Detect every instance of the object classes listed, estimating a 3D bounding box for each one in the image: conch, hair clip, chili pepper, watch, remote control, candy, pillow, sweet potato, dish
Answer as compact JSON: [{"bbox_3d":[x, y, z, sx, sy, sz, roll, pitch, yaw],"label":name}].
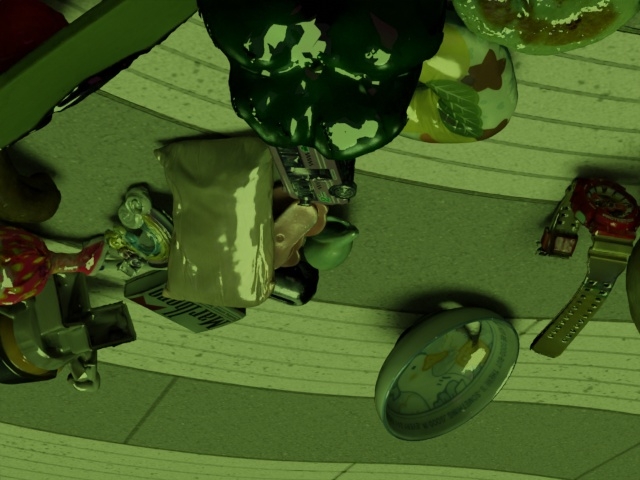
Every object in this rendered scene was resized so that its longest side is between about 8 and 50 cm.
[{"bbox_3d":[0.006,-0.002,1.912,0.065,0.088,0.180,-35,178,-28],"label":"conch"},{"bbox_3d":[-0.053,-0.026,1.856,0.123,0.102,0.138,37,102,-16],"label":"hair clip"},{"bbox_3d":[0.008,-0.209,1.319,0.248,0.257,0.233,-4,124,8],"label":"chili pepper"},{"bbox_3d":[0.360,0.032,1.829,0.102,0.165,0.268,9,141,-13],"label":"watch"},{"bbox_3d":[-0.133,0.045,1.966,0.265,0.066,0.090,14,148,-9],"label":"remote control"},{"bbox_3d":[-0.253,-0.005,1.882,0.116,0.049,0.172,29,141,-8],"label":"hair clip"},{"bbox_3d":[-0.353,0.038,1.962,0.365,0.124,0.124,1,152,-20],"label":"candy"},{"bbox_3d":[0.130,-0.193,1.547,0.214,0.086,0.233,6,155,12],"label":"pillow"},{"bbox_3d":[-0.435,-0.115,1.705,0.112,0.085,0.286,-31,140,-12],"label":"sweet potato"},{"bbox_3d":[-0.143,-0.024,1.763,0.173,0.067,0.270,8,121,14],"label":"pillow"},{"bbox_3d":[0.191,0.197,2.190,0.273,0.134,0.273,-21,138,-20],"label":"dish"}]

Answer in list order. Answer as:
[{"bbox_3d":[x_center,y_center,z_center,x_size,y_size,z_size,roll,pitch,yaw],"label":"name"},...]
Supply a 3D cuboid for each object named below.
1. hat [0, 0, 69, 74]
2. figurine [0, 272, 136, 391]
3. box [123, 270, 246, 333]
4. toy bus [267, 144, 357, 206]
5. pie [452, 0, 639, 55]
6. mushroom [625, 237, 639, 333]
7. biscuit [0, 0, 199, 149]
[{"bbox_3d":[-0.441,-0.219,1.413,0.332,0.242,0.274,-15,175,-20],"label":"hat"},{"bbox_3d":[-0.464,0.150,2.102,0.308,0.143,0.309,10,121,17],"label":"figurine"},{"bbox_3d":[-0.221,0.099,2.113,0.115,0.036,0.177,-20,145,34],"label":"box"},{"bbox_3d":[-0.013,-0.128,1.640,0.108,0.096,0.199,-1,149,12],"label":"toy bus"},{"bbox_3d":[0.250,-0.287,1.382,0.240,0.054,0.240,-1,145,-1],"label":"pie"},{"bbox_3d":[0.531,-0.014,1.762,0.292,0.212,0.218,-24,114,-7],"label":"mushroom"},{"bbox_3d":[-0.251,-0.208,1.397,0.322,0.038,0.099,-36,154,-3],"label":"biscuit"}]
